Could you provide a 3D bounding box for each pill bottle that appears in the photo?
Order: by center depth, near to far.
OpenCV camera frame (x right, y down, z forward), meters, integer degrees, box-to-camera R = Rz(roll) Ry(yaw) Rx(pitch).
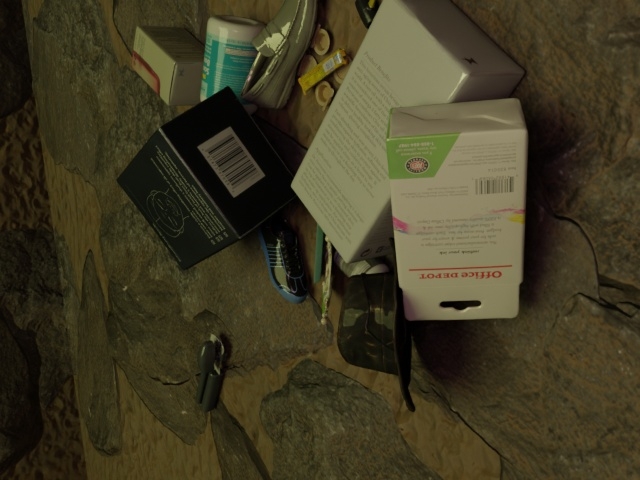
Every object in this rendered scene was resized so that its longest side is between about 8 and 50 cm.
[{"bbox_3d":[0.096,0.063,1.473,0.137,0.078,0.078,47,131,34],"label":"pill bottle"},{"bbox_3d":[-0.212,-0.398,1.690,0.146,0.146,0.264,34,123,42],"label":"pill bottle"}]

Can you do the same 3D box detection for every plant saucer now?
[{"bbox_3d":[0.000,0.000,1.599,0.018,0.067,0.192,6,108,4],"label":"plant saucer"}]

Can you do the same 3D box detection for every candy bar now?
[{"bbox_3d":[0.002,-0.363,1.504,0.161,0.018,0.040,-24,84,49],"label":"candy bar"}]

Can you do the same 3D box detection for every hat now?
[{"bbox_3d":[0.098,0.161,1.304,0.134,0.331,0.331,-6,95,8],"label":"hat"}]

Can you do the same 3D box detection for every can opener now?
[{"bbox_3d":[-0.343,0.399,2.082,0.076,0.095,0.283,43,129,37],"label":"can opener"}]

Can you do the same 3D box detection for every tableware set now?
[{"bbox_3d":[0.007,-0.375,1.526,0.168,0.020,0.141,57,136,26],"label":"tableware set"}]

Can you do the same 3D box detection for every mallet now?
[{"bbox_3d":[0.101,-0.480,1.314,0.189,0.039,0.062,102,145,-67],"label":"mallet"}]

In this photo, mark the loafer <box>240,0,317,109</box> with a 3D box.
[{"bbox_3d":[-0.093,-0.434,1.549,0.112,0.112,0.319,-114,37,-46],"label":"loafer"}]

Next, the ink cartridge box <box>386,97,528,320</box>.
[{"bbox_3d":[0.223,-0.039,1.138,0.207,0.119,0.353,-2,124,9],"label":"ink cartridge box"}]

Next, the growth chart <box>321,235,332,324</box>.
[{"bbox_3d":[0.017,0.042,1.539,0.172,0.021,0.237,-89,1,-61],"label":"growth chart"}]

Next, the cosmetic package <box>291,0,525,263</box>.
[{"bbox_3d":[0.138,-0.194,1.293,0.230,0.162,0.453,55,136,27],"label":"cosmetic package"}]

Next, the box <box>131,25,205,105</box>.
[{"bbox_3d":[-0.390,-0.474,1.890,0.232,0.149,0.126,46,131,35],"label":"box"}]

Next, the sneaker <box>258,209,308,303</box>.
[{"bbox_3d":[-0.084,0.036,1.686,0.232,0.081,0.090,64,146,20],"label":"sneaker"}]

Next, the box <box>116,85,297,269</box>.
[{"bbox_3d":[-0.278,-0.132,1.673,0.293,0.212,0.395,55,149,-8],"label":"box"}]
